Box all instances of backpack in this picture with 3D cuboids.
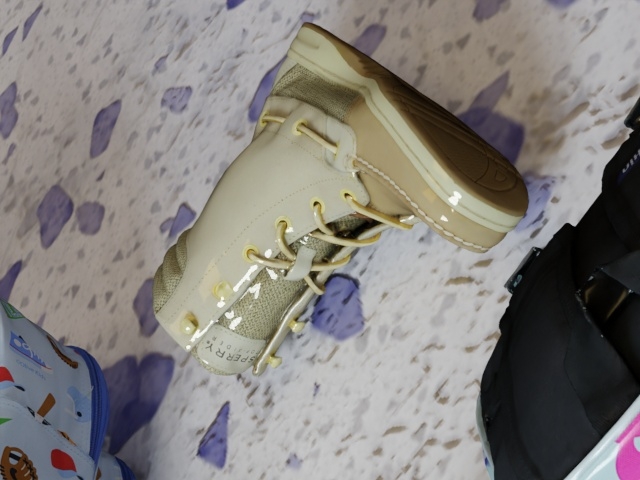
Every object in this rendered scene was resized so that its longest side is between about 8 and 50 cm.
[{"bbox_3d":[0.166,0.047,0.704,0.225,0.191,0.253,-53,-3,12],"label":"backpack"},{"bbox_3d":[-0.235,0.165,1.174,0.276,0.213,0.263,-25,47,28],"label":"backpack"}]

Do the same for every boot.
[{"bbox_3d":[0.000,0.000,1.085,0.203,0.095,0.262,-56,33,7],"label":"boot"}]
